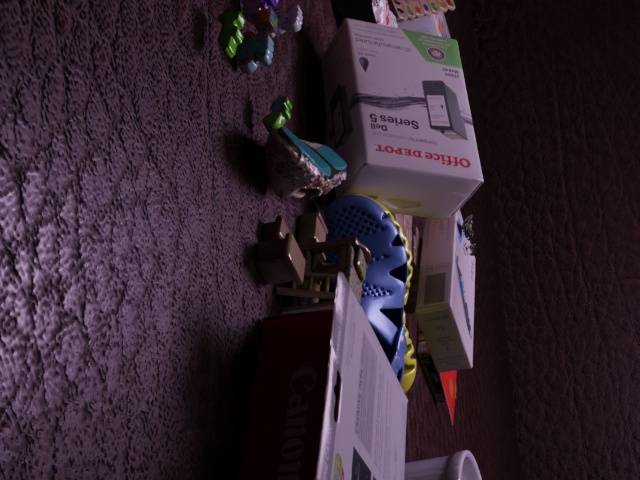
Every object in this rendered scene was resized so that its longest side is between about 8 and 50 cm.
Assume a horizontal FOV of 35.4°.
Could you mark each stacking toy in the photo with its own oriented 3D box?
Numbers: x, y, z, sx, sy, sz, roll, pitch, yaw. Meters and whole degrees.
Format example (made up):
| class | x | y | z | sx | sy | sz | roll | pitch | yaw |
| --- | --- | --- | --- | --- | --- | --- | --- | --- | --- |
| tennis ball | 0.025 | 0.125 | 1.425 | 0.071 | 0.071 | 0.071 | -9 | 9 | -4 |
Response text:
| class | x | y | z | sx | sy | sz | roll | pitch | yaw |
| --- | --- | --- | --- | --- | --- | --- | --- | --- | --- |
| stacking toy | -0.081 | -0.262 | 1.235 | 0.167 | 0.052 | 0.221 | 56 | 32 | -52 |

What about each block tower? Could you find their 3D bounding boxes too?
| class | x | y | z | sx | sy | sz | roll | pitch | yaw |
| --- | --- | --- | --- | --- | --- | --- | --- | --- | --- |
| block tower | 0.115 | 0.008 | 1.676 | 0.335 | 0.097 | 0.091 | 60 | 27 | -47 |

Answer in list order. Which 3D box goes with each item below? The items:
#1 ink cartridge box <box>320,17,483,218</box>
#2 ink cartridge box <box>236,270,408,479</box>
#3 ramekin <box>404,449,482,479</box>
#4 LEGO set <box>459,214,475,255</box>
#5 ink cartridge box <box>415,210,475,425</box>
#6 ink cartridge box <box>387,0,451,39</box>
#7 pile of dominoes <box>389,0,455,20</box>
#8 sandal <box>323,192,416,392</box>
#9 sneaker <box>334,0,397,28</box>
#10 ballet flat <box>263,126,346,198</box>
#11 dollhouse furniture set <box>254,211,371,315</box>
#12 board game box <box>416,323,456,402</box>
| class | x | y | z | sx | sy | sz | roll | pitch | yaw |
| --- | --- | --- | --- | --- | --- | --- | --- | --- | --- |
| ink cartridge box | 0.119 | -0.184 | 1.524 | 0.115 | 0.198 | 0.273 | 127 | -37 | -53 |
| ink cartridge box | -0.004 | 0.234 | 1.096 | 0.309 | 0.130 | 0.272 | -83 | 156 | -43 |
| ramekin | 0.186 | 0.479 | 1.599 | 0.277 | 0.135 | 0.277 | -9 | 90 | -73 |
| LEGO set | 0.254 | -0.011 | 1.738 | 0.054 | 0.023 | 0.083 | -59 | 148 | -62 |
| ink cartridge box | 0.232 | 0.121 | 1.725 | 0.296 | 0.066 | 0.261 | -76 | 151 | -53 |
| ink cartridge box | 0.199 | -0.433 | 2.111 | 0.176 | 0.127 | 0.128 | 64 | 24 | -44 |
| pile of dominoes | 0.178 | -0.533 | 1.980 | 0.251 | 0.040 | 0.196 | -24 | 79 | -49 |
| sandal | 0.067 | 0.090 | 1.430 | 0.138 | 0.126 | 0.317 | -29 | 108 | -68 |
| sneaker | 0.076 | -0.430 | 1.777 | 0.145 | 0.090 | 0.270 | -74 | 151 | -66 |
| ballet flat | -0.025 | -0.087 | 1.277 | 0.091 | 0.077 | 0.241 | 48 | 11 | 14 |
| dollhouse furniture set | 0.000 | 0.000 | 1.272 | 0.161 | 0.101 | 0.182 | 65 | 23 | -44 |
| board game box | 0.242 | 0.228 | 2.069 | 0.141 | 0.048 | 0.170 | -81 | 156 | -43 |
